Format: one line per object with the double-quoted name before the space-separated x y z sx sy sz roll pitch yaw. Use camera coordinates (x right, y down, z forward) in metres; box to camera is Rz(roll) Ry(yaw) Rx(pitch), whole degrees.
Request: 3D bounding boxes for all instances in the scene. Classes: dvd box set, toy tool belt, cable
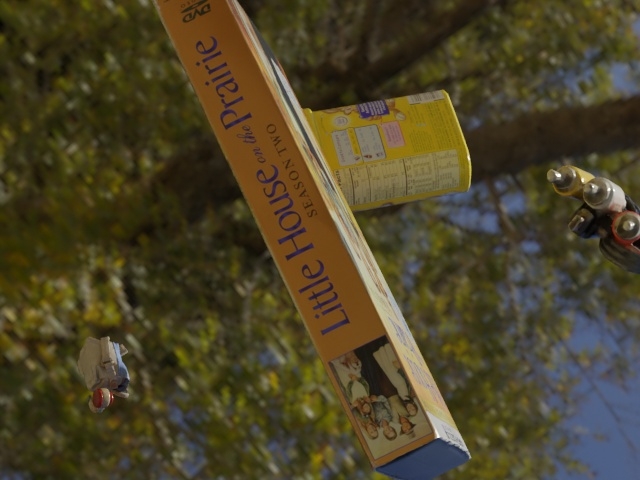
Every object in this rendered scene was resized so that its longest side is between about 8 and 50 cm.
"dvd box set" 0.000 0.000 1.327 0.062 0.420 0.307 -27 165 4
"toy tool belt" -0.213 0.137 1.611 0.052 0.051 0.083 -62 -143 36
"cable" 0.334 -0.030 1.721 0.072 0.139 0.287 -56 162 18

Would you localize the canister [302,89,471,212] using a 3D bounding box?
"canister" 0.061 -0.090 1.639 0.170 0.073 0.126 -10 -128 -6
